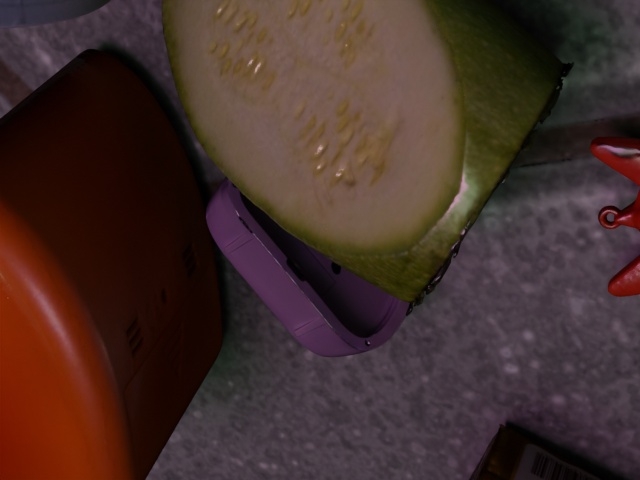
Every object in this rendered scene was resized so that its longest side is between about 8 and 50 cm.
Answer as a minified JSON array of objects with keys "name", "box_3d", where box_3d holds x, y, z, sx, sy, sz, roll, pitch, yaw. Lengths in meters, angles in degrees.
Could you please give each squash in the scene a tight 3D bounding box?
[{"name":"squash","box_3d":[-0.004,-0.101,0.781,0.261,0.189,0.189,34,122,1]}]

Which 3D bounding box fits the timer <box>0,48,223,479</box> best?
[{"name":"timer","box_3d":[-0.175,0.025,0.877,0.161,0.257,0.250,5,118,13]}]

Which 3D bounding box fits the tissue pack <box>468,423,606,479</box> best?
[{"name":"tissue pack","box_3d":[0.188,0.235,0.865,0.226,0.183,0.092,30,118,7]}]

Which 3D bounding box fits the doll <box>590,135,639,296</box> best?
[{"name":"doll","box_3d":[0.252,-0.017,0.790,0.169,0.057,0.109,-1,116,24]}]

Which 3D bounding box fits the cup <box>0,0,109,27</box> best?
[{"name":"cup","box_3d":[-0.225,-0.328,0.762,0.257,0.331,0.311,5,119,-17]}]

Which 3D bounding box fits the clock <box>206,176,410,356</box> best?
[{"name":"clock","box_3d":[0.000,0.000,0.888,0.152,0.110,0.050,51,147,-6]}]
